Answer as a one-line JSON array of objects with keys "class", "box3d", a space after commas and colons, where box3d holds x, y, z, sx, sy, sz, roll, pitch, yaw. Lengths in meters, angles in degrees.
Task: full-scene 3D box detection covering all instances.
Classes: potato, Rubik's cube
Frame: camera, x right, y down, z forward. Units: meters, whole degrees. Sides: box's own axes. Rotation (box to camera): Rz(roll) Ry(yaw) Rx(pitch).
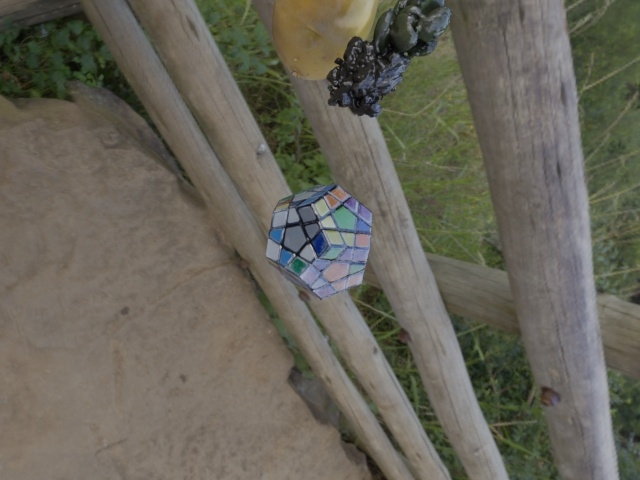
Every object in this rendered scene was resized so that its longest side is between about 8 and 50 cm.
[{"class": "potato", "box3d": [0.004, -0.326, 0.736, 0.150, 0.234, 0.146, 34, 66, 2]}, {"class": "Rubik's cube", "box3d": [0.000, 0.000, 0.490, 0.093, 0.111, 0.111, 5, 97, -63]}]

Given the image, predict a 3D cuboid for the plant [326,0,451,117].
[{"class": "plant", "box3d": [0.073, -0.204, 0.570, 0.085, 0.174, 0.087, 53, 33, 6]}]
